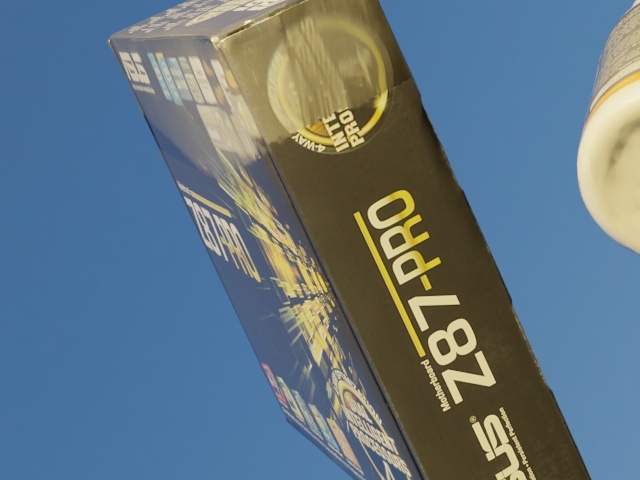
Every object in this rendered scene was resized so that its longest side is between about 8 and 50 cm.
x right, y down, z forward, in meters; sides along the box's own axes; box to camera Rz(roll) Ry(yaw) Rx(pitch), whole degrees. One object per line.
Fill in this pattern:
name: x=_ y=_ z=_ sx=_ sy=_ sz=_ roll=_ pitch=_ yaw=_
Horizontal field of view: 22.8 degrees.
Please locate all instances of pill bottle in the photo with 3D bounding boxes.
pill bottle: x=0.301 y=-0.112 z=1.292 sx=0.278 sy=0.162 sz=0.162 roll=-63 pitch=-33 yaw=-56

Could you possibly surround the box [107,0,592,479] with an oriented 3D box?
box: x=0.000 y=0.000 z=0.979 sx=0.097 sy=0.395 sz=0.318 roll=-25 pitch=-76 yaw=-11
